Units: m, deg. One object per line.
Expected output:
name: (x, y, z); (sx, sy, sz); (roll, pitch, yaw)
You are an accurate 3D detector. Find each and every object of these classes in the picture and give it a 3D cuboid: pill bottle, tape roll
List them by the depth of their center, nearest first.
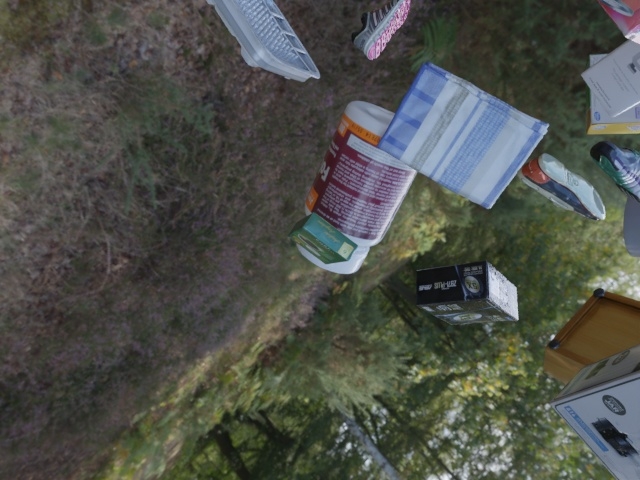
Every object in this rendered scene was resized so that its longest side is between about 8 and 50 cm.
pill bottle: (0.094, -0.126, 1.269); (0.224, 0.224, 0.392); (-30, 148, -61)
tape roll: (0.925, -0.058, 1.407); (0.219, 0.219, 0.072); (-40, -151, -30)

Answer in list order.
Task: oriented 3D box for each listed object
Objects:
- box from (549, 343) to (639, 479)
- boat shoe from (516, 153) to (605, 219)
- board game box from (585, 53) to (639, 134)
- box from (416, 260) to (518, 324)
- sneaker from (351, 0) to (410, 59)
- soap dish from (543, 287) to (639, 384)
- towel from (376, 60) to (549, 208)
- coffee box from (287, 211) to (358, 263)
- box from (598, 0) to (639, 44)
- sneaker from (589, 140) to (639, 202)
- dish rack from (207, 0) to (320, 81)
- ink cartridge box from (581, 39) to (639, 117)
box: (0.423, 0.199, 0.577); (0.087, 0.169, 0.290); (-31, 163, -24)
boat shoe: (0.327, -0.066, 0.679); (0.043, 0.137, 0.049); (-38, -152, 49)
board game box: (0.954, -0.433, 1.470); (0.064, 0.317, 0.242); (44, 51, -66)
box: (0.300, 0.112, 1.026); (0.148, 0.077, 0.180); (-11, 154, 35)
sneaker: (0.125, -0.464, 1.058); (0.170, 0.075, 0.063); (-55, 162, -3)
soap dish: (0.618, 0.224, 1.003); (0.229, 0.118, 0.291); (-43, -158, -10)
towel: (0.287, -0.213, 1.042); (0.209, 0.285, 0.034); (-62, 178, 26)
coffee box: (0.000, 0.000, 1.028); (0.040, 0.113, 0.184); (-55, -173, -11)
box: (0.498, -0.352, 0.687); (0.300, 0.154, 0.142); (-3, 153, -38)
sneaker: (0.625, -0.163, 1.012); (0.224, 0.083, 0.098); (25, 113, -39)
dish rack: (-0.145, -0.502, 1.204); (0.072, 0.285, 0.333); (-33, 178, 21)
ink cartridge box: (0.682, -0.379, 0.944); (0.207, 0.117, 0.283); (-33, 177, -24)
